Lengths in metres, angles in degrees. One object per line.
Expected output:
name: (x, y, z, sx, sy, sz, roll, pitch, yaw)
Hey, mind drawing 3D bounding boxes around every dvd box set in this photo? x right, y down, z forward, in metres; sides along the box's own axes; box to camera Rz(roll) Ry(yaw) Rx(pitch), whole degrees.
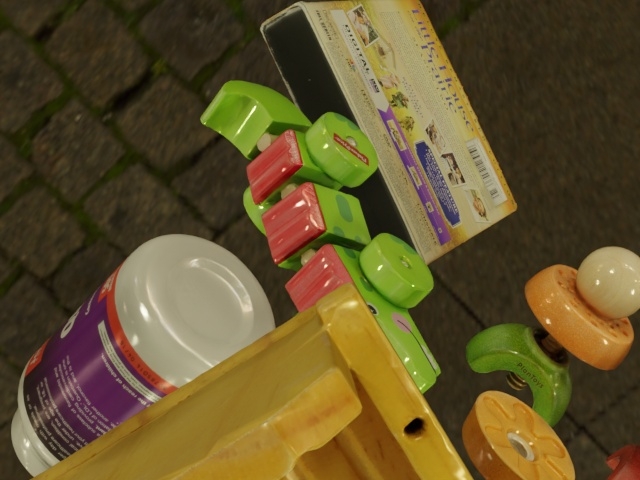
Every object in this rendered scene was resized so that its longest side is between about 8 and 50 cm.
dvd box set: (0.092, -0.132, 1.804, 0.062, 0.420, 0.307, -25, 91, 22)

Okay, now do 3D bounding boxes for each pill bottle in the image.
pill bottle: (-0.202, 0.143, 1.662, 0.181, 0.181, 0.323, 39, 130, -11)

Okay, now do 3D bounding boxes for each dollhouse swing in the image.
dollhouse swing: (-0.059, 0.226, 0.936, 0.347, 0.305, 0.315, -32, 109, 0)

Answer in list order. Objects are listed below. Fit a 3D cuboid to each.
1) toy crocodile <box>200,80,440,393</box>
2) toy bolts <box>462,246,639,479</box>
toy crocodile: (0.000, 0.000, 1.306, 0.115, 0.340, 0.105, -41, 146, 28)
toy bolts: (0.243, 0.131, 1.250, 0.228, 0.218, 0.158, 41, 116, -3)
